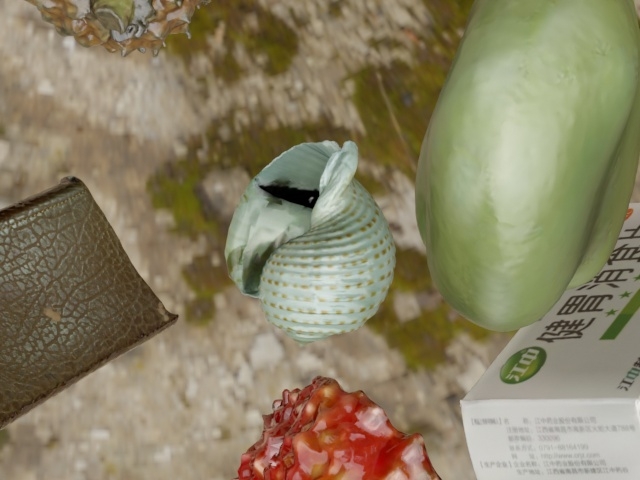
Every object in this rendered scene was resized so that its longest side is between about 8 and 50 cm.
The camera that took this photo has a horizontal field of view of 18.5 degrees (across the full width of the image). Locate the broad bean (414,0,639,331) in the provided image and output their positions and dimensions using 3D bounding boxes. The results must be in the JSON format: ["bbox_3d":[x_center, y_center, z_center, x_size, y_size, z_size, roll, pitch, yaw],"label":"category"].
[{"bbox_3d":[0.093,-0.045,0.854,0.100,0.228,0.169,13,100,5],"label":"broad bean"}]

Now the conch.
[{"bbox_3d":[0.006,0.006,1.958,0.131,0.172,0.200,31,86,-38],"label":"conch"}]

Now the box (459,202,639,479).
[{"bbox_3d":[0.275,0.104,1.625,0.173,0.333,0.145,-5,119,41],"label":"box"}]

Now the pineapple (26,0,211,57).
[{"bbox_3d":[-0.151,-0.207,1.441,0.166,0.193,0.166,-4,130,-4],"label":"pineapple"}]

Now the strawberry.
[{"bbox_3d":[0.010,0.167,0.791,0.106,0.188,0.286,-44,147,-18],"label":"strawberry"}]

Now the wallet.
[{"bbox_3d":[-0.196,0.042,1.300,0.039,0.243,0.133,-38,88,29],"label":"wallet"}]
